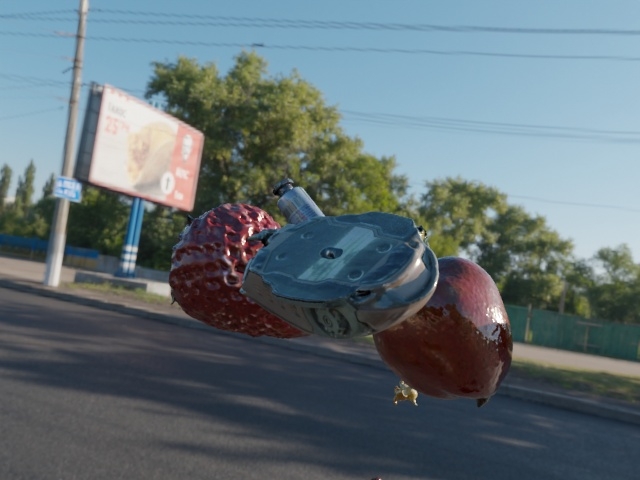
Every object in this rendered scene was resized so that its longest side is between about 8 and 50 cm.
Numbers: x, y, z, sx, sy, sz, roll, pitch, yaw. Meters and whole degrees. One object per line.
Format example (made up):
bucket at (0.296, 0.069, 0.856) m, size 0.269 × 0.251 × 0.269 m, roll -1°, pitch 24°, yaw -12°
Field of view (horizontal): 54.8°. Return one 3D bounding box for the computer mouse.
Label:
computer mouse at (0.006, 0.053, 0.863) m, size 0.199 × 0.115 × 0.389 m, roll -35°, pitch 28°, yaw -30°

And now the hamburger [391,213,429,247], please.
hamburger at (0.178, 0.031, 1.780) m, size 0.265 × 0.134 × 0.285 m, roll -17°, pitch 24°, yaw -4°

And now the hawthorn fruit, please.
hawthorn fruit at (0.258, 0.186, 1.292) m, size 0.311 × 0.295 × 0.295 m, roll 43°, pitch 15°, yaw 30°

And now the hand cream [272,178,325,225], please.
hand cream at (0.000, 0.000, 1.135) m, size 0.058 × 0.091 × 0.271 m, roll -8°, pitch 56°, yaw -55°

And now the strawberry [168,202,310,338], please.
strawberry at (-0.159, 0.060, 1.295) m, size 0.310 × 0.292 × 0.292 m, roll 6°, pitch -3°, yaw -5°

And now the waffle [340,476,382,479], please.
waffle at (0.047, 0.428, 0.831) m, size 0.234 × 0.221 × 0.055 m, roll -5°, pitch -51°, yaw 22°

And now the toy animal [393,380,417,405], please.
toy animal at (0.223, 0.410, 1.628) m, size 0.060 × 0.081 × 0.083 m, roll 42°, pitch 3°, yaw -12°
